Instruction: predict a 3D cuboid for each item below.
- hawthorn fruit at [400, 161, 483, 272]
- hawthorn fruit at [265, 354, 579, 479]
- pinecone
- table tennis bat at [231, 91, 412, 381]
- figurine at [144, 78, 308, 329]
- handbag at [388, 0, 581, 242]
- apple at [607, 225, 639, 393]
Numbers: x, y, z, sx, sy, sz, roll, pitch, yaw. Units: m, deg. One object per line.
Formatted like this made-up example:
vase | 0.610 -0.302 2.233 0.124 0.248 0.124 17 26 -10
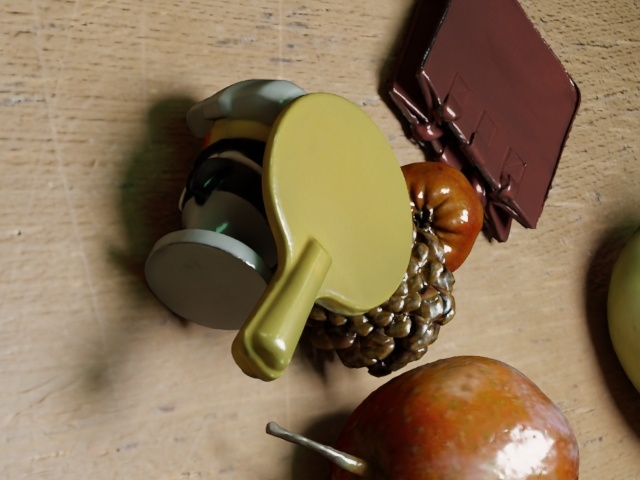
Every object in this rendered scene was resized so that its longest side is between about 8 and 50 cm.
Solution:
hawthorn fruit | 0.105 -0.023 1.821 0.125 0.140 0.125 -4 100 -24
hawthorn fruit | 0.120 0.237 1.620 0.263 0.231 0.235 -35 61 -27
pinecone | 0.056 0.057 1.677 0.173 0.173 0.173 28 53 -45
table tennis bat | 0.000 0.000 1.503 0.198 0.050 0.321 55 40 -25
figurine | -0.060 -0.036 1.579 0.176 0.133 0.236 54 39 -37
handbag | 0.195 -0.174 2.034 0.260 0.084 0.275 51 40 -27
apple | 0.538 0.095 2.156 0.357 0.357 0.357 28 53 -45
